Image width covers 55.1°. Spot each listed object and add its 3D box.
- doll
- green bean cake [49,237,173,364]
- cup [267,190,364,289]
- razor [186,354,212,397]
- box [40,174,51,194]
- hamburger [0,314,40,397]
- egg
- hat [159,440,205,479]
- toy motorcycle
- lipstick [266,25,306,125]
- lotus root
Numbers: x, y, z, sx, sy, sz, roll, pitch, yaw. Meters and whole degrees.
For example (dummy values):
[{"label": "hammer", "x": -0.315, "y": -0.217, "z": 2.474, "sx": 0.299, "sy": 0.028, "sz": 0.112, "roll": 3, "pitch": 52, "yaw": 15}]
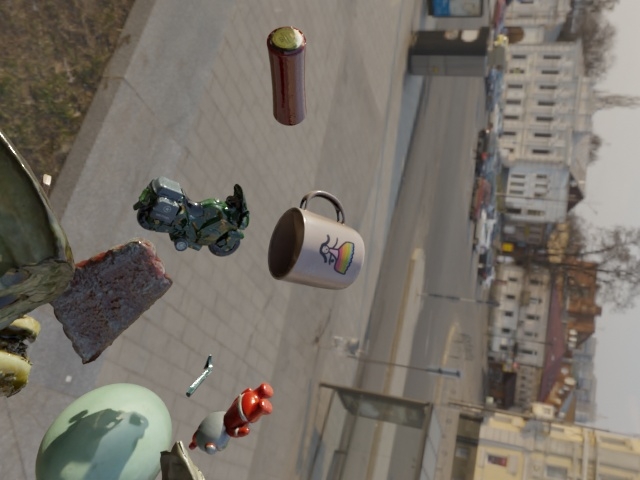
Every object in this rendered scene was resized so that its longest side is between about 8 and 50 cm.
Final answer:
[{"label": "doll", "x": -0.212, "y": 0.423, "z": 1.421, "sx": 0.076, "sy": 0.245, "sz": 0.142, "roll": 46, "pitch": 16, "yaw": -21}, {"label": "green bean cake", "x": -0.413, "y": 0.114, "z": 1.239, "sx": 0.198, "sy": 0.233, "sz": 0.097, "roll": 62, "pitch": -6, "yaw": -11}, {"label": "cup", "x": 0.000, "y": 0.000, "z": 1.616, "sx": 0.201, "sy": 0.191, "sz": 0.252, "roll": 15, "pitch": 83, "yaw": -29}, {"label": "razor", "x": -0.381, "y": 0.439, "z": 1.958, "sx": 0.190, "sy": 0.033, "sz": 0.066, "roll": -61, "pitch": 176, "yaw": -67}, {"label": "box", "x": -0.822, "y": -0.140, "z": 1.814, "sx": 0.115, "sy": 0.025, "sz": 0.048, "roll": -55, "pitch": -148, "yaw": 35}, {"label": "hamburger", "x": -0.810, "y": 0.220, "z": 1.348, "sx": 0.277, "sy": 0.318, "sz": 0.195, "roll": 48, "pitch": 45, "yaw": -52}, {"label": "egg", "x": -0.511, "y": 0.497, "z": 1.476, "sx": 0.389, "sy": 0.276, "sz": 0.275, "roll": -44, "pitch": 137, "yaw": -70}, {"label": "hat", "x": -0.200, "y": 0.355, "z": 0.843, "sx": 0.147, "sy": 0.085, "sz": 0.175, "roll": -64, "pitch": -170, "yaw": -19}, {"label": "toy motorcycle", "x": -0.269, "y": -0.064, "z": 1.373, "sx": 0.275, "sy": 0.124, "sz": 0.187, "roll": 22, "pitch": 114, "yaw": -36}, {"label": "lipstick", "x": -0.067, "y": -0.336, "z": 1.283, "sx": 0.241, "sy": 0.080, "sz": 0.080, "roll": 93, "pitch": 11, "yaw": -66}, {"label": "lotus root", "x": -0.393, "y": -0.044, "z": 0.622, "sx": 0.210, "sy": 0.314, "sz": 0.142, "roll": -42, "pitch": 180, "yaw": -5}]
